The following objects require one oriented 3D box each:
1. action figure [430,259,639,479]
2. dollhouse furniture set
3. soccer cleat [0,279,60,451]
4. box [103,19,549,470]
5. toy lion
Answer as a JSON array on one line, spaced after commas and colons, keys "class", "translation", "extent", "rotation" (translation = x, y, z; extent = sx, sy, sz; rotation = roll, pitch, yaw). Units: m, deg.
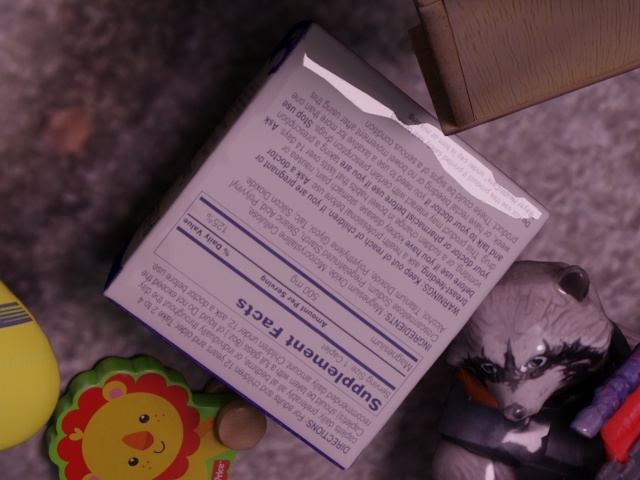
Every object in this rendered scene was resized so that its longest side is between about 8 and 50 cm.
[{"class": "action figure", "translation": [0.099, 0.165, 0.682], "extent": [0.341, 0.179, 0.330], "rotation": [-30, 121, -41]}, {"class": "dollhouse furniture set", "translation": [0.046, -0.178, 0.462], "extent": [0.212, 0.161, 0.242], "rotation": [-19, 79, 6]}, {"class": "soccer cleat", "translation": [-0.202, 0.010, 0.483], "extent": [0.093, 0.121, 0.289], "rotation": [-48, 125, 0]}, {"class": "box", "translation": [0.000, 0.000, 0.588], "extent": [0.126, 0.072, 0.137], "rotation": [38, 93, -12]}, {"class": "toy lion", "translation": [-0.078, 0.100, 0.646], "extent": [0.096, 0.034, 0.100], "rotation": [2, 113, -20]}]
